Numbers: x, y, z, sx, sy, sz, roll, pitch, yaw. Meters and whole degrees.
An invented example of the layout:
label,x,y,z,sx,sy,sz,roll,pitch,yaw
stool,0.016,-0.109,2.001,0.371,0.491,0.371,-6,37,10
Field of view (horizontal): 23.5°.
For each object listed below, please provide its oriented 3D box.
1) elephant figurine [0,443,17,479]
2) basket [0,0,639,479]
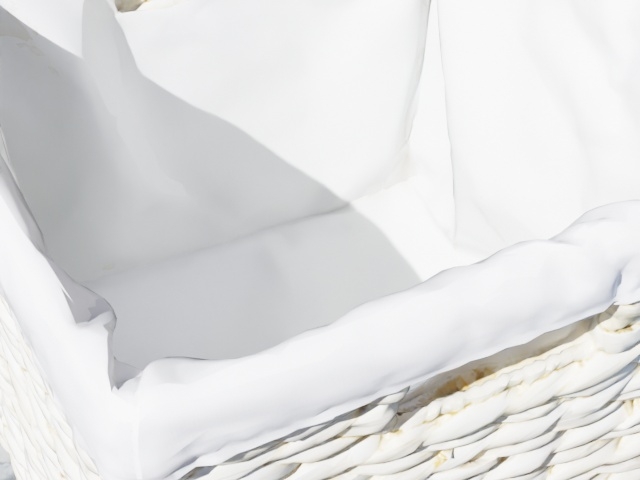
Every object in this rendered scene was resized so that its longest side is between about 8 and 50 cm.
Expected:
label,x,y,z,sx,sy,sz,roll,pitch,yaw
elephant figurine,-0.142,0.209,1.008,0.186,0.239,0.169,-22,64,22
basket,0.000,0.000,0.714,0.331,0.328,0.266,53,154,40
